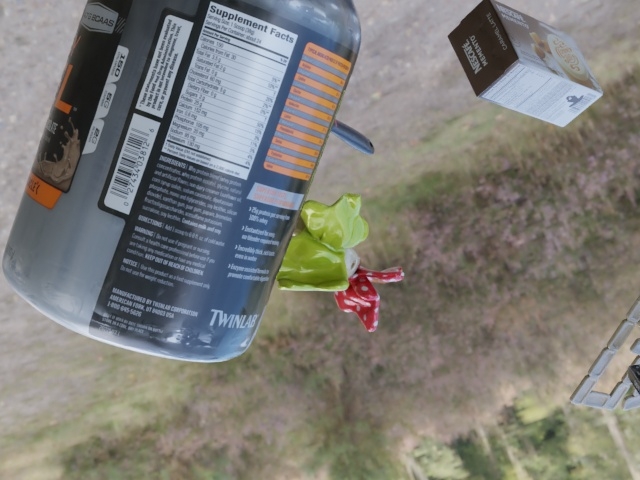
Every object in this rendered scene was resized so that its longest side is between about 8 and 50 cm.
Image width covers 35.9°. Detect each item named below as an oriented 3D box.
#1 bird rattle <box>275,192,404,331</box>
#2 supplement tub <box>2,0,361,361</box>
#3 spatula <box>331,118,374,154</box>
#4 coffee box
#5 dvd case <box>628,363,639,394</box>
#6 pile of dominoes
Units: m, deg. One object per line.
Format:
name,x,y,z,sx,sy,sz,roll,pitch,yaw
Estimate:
bird rattle,0.000,0.000,1.261,0.143,0.207,0.253,-58,157,1
supplement tub,-0.097,-0.095,0.758,0.207,0.338,0.207,20,-174,-2
spatula,-0.012,-0.163,1.352,0.030,0.084,0.296,-36,149,29
coffee box,0.344,-0.295,1.652,0.246,0.141,0.098,10,140,-42
dvd case,0.639,0.239,1.580,0.239,0.029,0.179,-6,-159,0
pile of dominoes,0.551,0.185,1.712,0.196,0.040,0.251,16,112,-35
